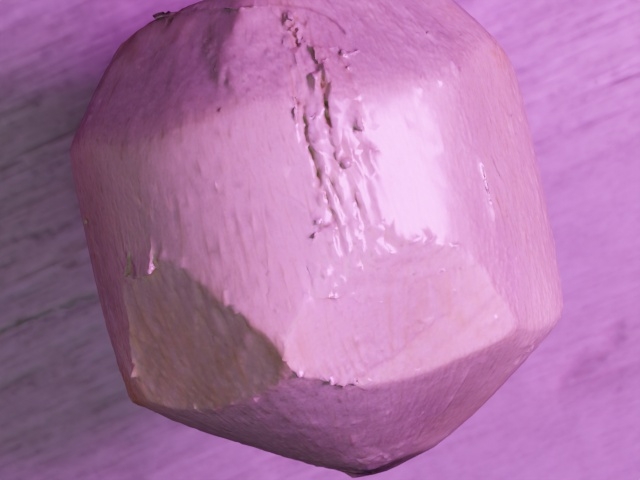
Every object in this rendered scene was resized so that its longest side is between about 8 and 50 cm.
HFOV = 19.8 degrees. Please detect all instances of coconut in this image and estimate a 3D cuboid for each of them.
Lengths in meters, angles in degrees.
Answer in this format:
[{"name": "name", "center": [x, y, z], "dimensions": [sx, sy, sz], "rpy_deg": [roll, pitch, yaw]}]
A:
[{"name": "coconut", "center": [0.000, 0.000, 0.933], "dimensions": [0.245, 0.245, 0.247], "rpy_deg": [-12, 88, -1]}]
